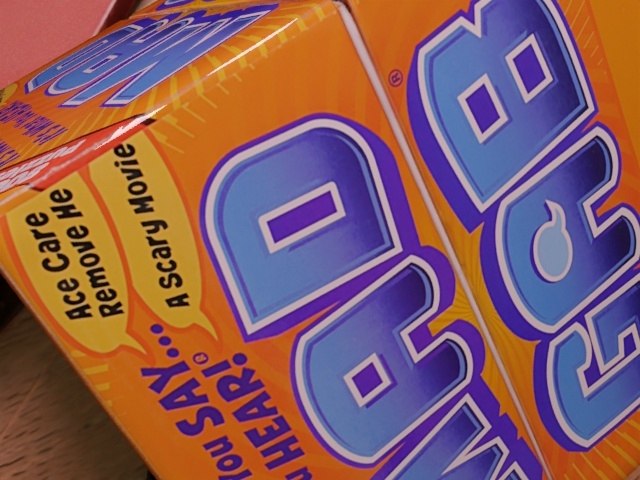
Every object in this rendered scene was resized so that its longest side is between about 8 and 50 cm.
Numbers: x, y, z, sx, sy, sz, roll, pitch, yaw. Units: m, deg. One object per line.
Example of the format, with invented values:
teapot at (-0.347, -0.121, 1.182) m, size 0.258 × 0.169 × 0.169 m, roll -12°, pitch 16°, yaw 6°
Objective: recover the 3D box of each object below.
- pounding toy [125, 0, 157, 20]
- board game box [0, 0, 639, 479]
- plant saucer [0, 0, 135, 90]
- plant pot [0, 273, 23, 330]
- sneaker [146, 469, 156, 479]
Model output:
pounding toy at (-0.169, -0.168, 0.829) m, size 0.206 × 0.181 × 0.094 m, roll -34°, pitch 52°, yaw -14°
board game box at (0.000, 0.000, 0.567) m, size 0.356 × 0.356 × 0.356 m, roll -36°, pitch 116°, yaw -17°
plant saucer at (-0.279, -0.215, 0.757) m, size 0.258 × 0.048 × 0.259 m, roll 7°, pitch 64°, yaw 26°
plant pot at (-0.351, -0.013, 0.744) m, size 0.165 × 0.167 × 0.167 m, roll 29°, pitch 78°, yaw 0°
sneaker at (-0.018, 0.239, 0.799) m, size 0.321 × 0.124 × 0.180 m, roll -7°, pitch 86°, yaw -13°
